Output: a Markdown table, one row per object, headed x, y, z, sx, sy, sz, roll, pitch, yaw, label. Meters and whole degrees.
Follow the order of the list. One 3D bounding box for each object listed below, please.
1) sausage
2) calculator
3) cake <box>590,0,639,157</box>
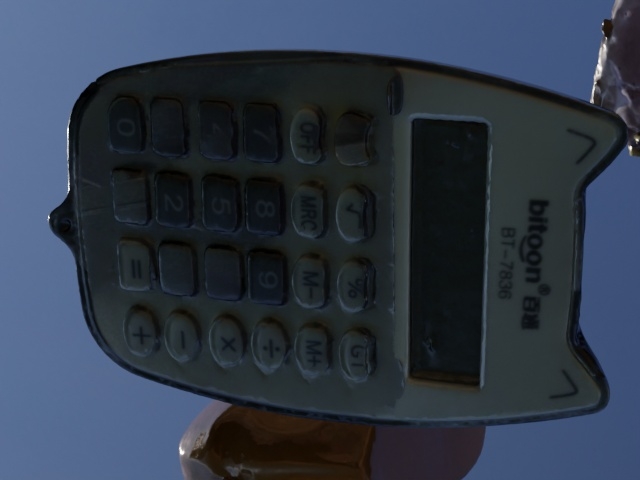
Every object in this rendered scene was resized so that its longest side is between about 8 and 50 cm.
| x | y | z | sx | sy | sz | roll | pitch | yaw | label |
| --- | --- | --- | --- | --- | --- | --- | --- | --- | --- |
| 0.011 | 0.120 | 0.786 | 0.136 | 0.241 | 0.120 | -4 | -84 | 24 | sausage |
| 0.000 | 0.000 | 0.594 | 0.268 | 0.177 | 0.040 | 5 | -160 | 11 | calculator |
| 0.288 | -0.076 | 0.856 | 0.116 | 0.295 | 0.113 | 43 | -69 | 47 | cake |
